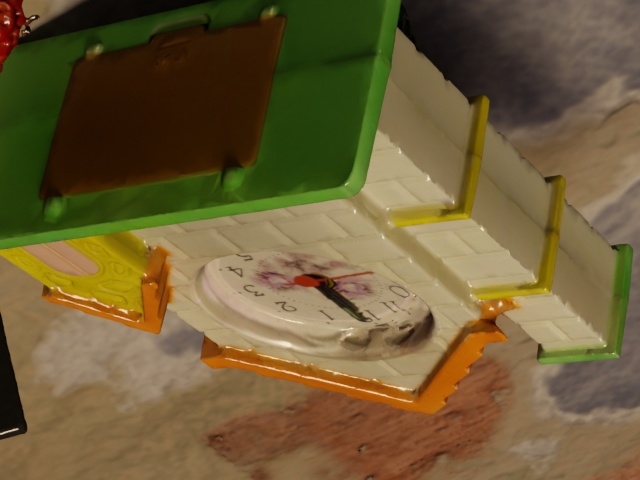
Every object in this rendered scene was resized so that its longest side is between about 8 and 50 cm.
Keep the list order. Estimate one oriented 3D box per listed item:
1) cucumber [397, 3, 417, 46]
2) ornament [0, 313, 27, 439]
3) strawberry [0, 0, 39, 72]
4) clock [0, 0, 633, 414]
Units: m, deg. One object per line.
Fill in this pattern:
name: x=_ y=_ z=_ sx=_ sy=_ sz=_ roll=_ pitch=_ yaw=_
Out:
cucumber: x=0.023 y=-0.076 z=0.939 sx=0.069 sy=0.069 sz=0.227 roll=-24 pitch=144 yaw=5
ornament: x=-0.238 y=-0.004 z=0.831 sx=0.166 sy=0.153 sz=0.196 roll=-15 pitch=147 yaw=-6
strawberry: x=-0.168 y=-0.101 z=0.828 sx=0.083 sy=0.073 sz=0.073 roll=25 pitch=124 yaw=-40
clock: x=0.000 y=0.000 z=0.907 sx=0.219 sy=0.106 sz=0.255 roll=-8 pitch=148 yaw=35
